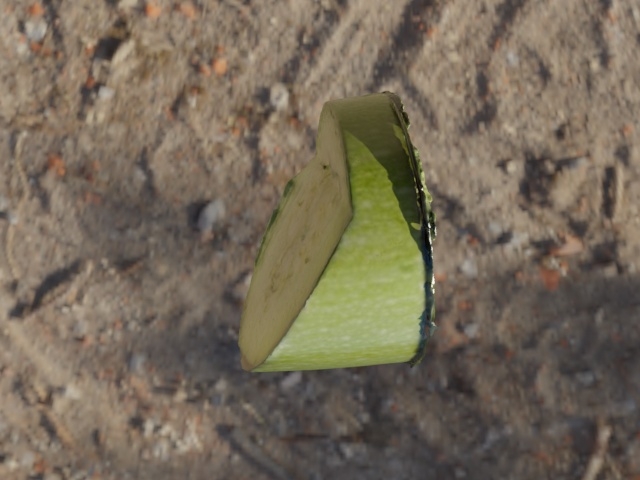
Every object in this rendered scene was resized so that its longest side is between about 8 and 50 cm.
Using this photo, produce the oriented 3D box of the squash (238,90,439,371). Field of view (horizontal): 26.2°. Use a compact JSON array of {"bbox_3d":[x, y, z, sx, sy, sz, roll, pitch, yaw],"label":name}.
[{"bbox_3d":[0.010,-0.010,1.040,0.133,0.220,0.220,1,131,-9],"label":"squash"}]
